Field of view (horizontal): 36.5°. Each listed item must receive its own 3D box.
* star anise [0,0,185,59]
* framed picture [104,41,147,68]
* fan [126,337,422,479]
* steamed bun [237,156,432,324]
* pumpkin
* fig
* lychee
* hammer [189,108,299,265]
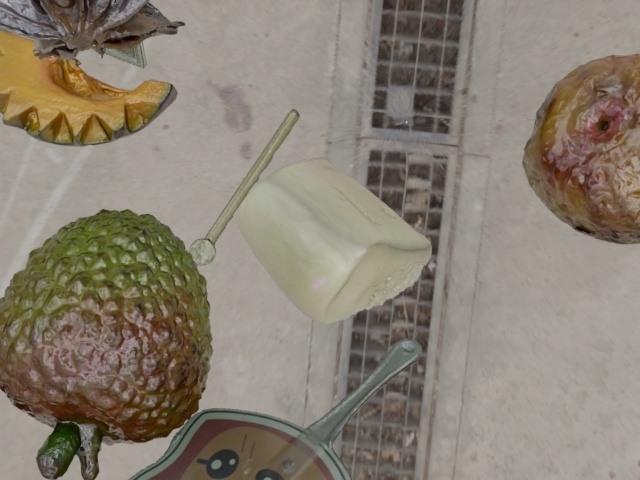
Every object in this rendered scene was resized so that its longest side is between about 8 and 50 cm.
[{"bbox_3d":[-0.156,-0.155,0.615,0.124,0.129,0.056,-7,75,8],"label":"star anise"},{"bbox_3d":[-0.218,-0.250,0.742,0.173,0.010,0.231,23,143,22],"label":"framed picture"},{"bbox_3d":[-0.020,0.123,0.515,0.220,0.009,0.132,-40,54,-23],"label":"fan"},{"bbox_3d":[0.000,0.000,1.288,0.225,0.200,0.170,46,118,23],"label":"steamed bun"},{"bbox_3d":[-0.323,-0.167,1.280,0.253,0.149,0.130,17,74,3],"label":"pumpkin"},{"bbox_3d":[0.492,-0.101,1.455,0.368,0.286,0.286,32,101,-40],"label":"fig"},{"bbox_3d":[-0.112,0.053,0.500,0.114,0.114,0.147,6,65,4],"label":"lychee"},{"bbox_3d":[-0.079,-0.057,1.040,0.028,0.060,0.195,35,87,-8],"label":"hammer"}]
